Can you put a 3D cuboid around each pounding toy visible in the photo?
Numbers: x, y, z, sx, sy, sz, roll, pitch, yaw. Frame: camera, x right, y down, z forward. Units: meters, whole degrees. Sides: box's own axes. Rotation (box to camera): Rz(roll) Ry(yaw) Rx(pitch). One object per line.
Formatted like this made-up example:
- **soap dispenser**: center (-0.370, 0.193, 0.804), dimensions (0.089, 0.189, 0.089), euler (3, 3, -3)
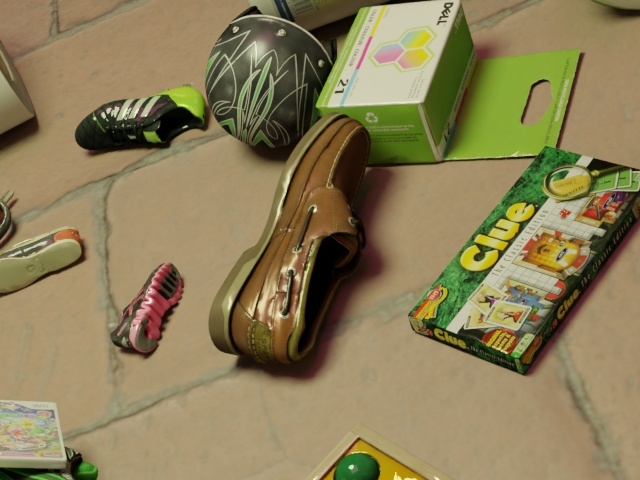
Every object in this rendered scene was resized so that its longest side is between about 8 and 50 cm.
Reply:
- **pounding toy**: center (0.053, 0.272, 1.018), dimensions (0.181, 0.094, 0.206), euler (-44, 44, -21)

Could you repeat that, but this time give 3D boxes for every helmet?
- **helmet**: center (-0.059, -0.193, 1.496), dimensions (0.169, 0.169, 0.161), euler (-12, 22, 16)

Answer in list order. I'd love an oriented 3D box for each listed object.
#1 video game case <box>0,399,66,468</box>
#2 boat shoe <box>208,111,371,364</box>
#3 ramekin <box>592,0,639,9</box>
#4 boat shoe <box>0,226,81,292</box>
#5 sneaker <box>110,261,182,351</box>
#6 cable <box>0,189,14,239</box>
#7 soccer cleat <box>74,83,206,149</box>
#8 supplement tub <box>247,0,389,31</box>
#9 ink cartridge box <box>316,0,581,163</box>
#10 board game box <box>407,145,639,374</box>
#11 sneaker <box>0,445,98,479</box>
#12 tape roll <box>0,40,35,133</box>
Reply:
- **video game case**: center (-0.288, 0.181, 1.189), dimensions (0.087, 0.011, 0.122), euler (5, 17, -18)
- **boat shoe**: center (0.000, 0.000, 1.329), dimensions (0.104, 0.111, 0.307), euler (11, 62, 30)
- **ramekin**: center (0.374, -0.404, 1.416), dimensions (0.303, 0.303, 0.148), euler (-13, 50, 14)
- **boat shoe**: center (-0.351, 0.021, 1.515), dimensions (0.137, 0.049, 0.043), euler (-22, 38, 1)
- **sneaker**: center (-0.195, 0.072, 1.392), dimensions (0.057, 0.047, 0.119), euler (-9, 41, 35)
- **cable**: center (-0.480, 0.035, 1.582), dimensions (0.139, 0.072, 0.287), euler (16, 66, 17)
- **soccer cleat**: center (-0.234, -0.150, 1.628), dimensions (0.179, 0.060, 0.072), euler (-17, 43, 5)
- **supplement tub**: center (0.045, -0.419, 1.634), dimensions (0.324, 0.235, 0.235), euler (-19, 41, 7)
- **ink cartridge box**: center (0.150, -0.186, 1.444), dimensions (0.255, 0.097, 0.189), euler (-1, 46, 27)
- **board game box**: center (0.214, 0.011, 1.260), dimensions (0.136, 0.030, 0.260), euler (17, 56, 41)
- **sneaker**: center (-0.304, 0.243, 1.230), dimensions (0.146, 0.134, 0.343), euler (-4, 22, -32)
- **tape roll**: center (-0.523, -0.237, 1.721), dimensions (0.169, 0.246, 0.246), euler (-28, 41, -4)
